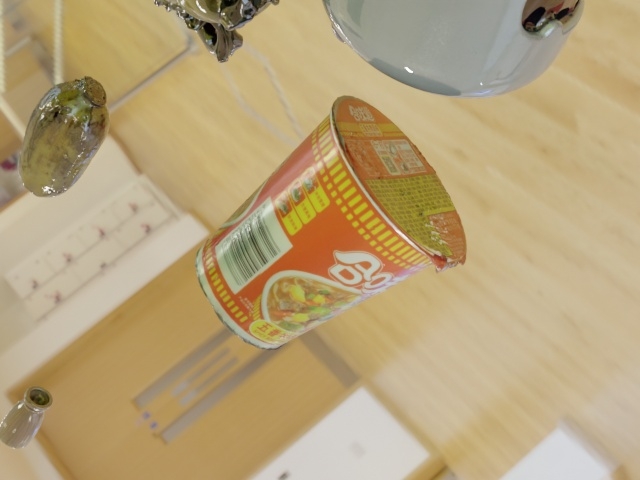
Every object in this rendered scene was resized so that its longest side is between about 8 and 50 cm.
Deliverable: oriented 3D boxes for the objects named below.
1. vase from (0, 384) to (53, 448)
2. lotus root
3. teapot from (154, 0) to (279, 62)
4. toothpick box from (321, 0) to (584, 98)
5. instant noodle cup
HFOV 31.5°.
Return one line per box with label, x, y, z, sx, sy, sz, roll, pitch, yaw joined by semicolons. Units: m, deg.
vase;-0.439;0.262;1.694;0.053;0.101;0.053;26;-146;-19
lotus root;-0.308;-0.125;1.357;0.089;0.179;0.080;34;-147;-7
teapot;-0.096;-0.269;1.090;0.269;0.173;0.182;101;152;-54
toothpick box;0.120;-0.279;0.929;0.263;0.263;0.355;46;139;23
instant noodle cup;0.000;0.000;1.086;0.193;0.212;0.193;40;-153;-26
